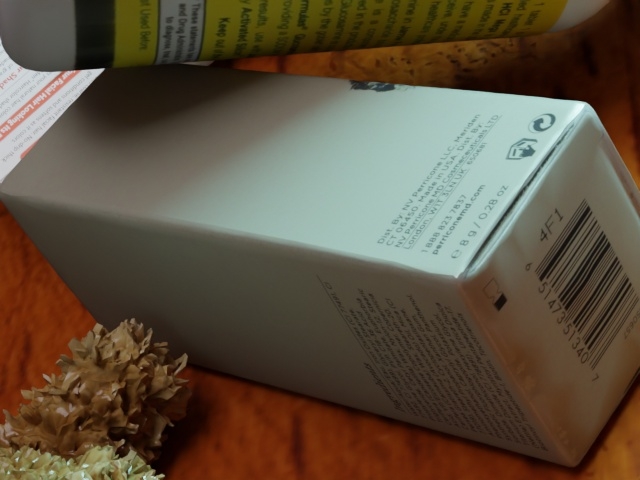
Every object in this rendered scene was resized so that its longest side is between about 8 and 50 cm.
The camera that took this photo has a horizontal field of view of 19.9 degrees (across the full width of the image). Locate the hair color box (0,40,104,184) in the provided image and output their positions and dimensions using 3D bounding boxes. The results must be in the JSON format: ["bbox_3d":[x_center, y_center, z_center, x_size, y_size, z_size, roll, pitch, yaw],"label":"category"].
[{"bbox_3d":[-0.137,-0.063,0.917,0.093,0.053,0.167,-42,62,-11],"label":"hair color box"}]

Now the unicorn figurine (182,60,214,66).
[{"bbox_3d":[-0.127,-0.094,0.994,0.162,0.060,0.111,-23,36,16],"label":"unicorn figurine"}]

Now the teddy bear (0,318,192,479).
[{"bbox_3d":[-0.141,0.127,0.710,0.245,0.113,0.338,-38,36,-8],"label":"teddy bear"}]

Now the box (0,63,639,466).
[{"bbox_3d":[0.000,0.000,0.744,0.275,0.113,0.094,12,55,44],"label":"box"}]

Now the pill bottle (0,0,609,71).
[{"bbox_3d":[0.024,-0.175,0.779,0.334,0.188,0.188,-5,36,-9],"label":"pill bottle"}]
